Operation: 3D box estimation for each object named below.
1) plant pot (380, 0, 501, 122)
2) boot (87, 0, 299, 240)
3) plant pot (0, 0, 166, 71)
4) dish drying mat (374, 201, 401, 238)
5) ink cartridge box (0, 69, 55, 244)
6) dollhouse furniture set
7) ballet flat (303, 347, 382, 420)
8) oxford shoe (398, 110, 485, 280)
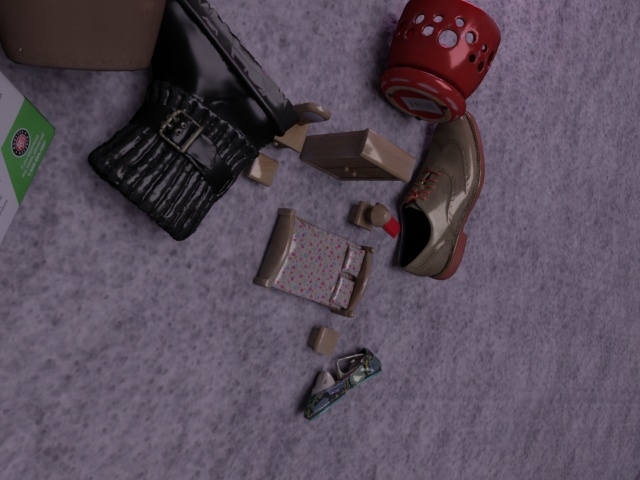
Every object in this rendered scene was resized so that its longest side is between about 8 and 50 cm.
[{"bbox_3d":[0.212,-0.327,1.069,0.191,0.191,0.174,30,81,-36],"label":"plant pot"},{"bbox_3d":[-0.225,-0.197,0.780,0.260,0.131,0.348,-43,100,-4],"label":"boot"},{"bbox_3d":[-0.256,-0.304,0.612,0.263,0.263,0.229,-11,115,-37],"label":"plant pot"},{"bbox_3d":[0.131,-0.040,1.147,0.083,0.008,0.032,42,69,-33],"label":"dish drying mat"},{"bbox_3d":[-0.410,-0.108,0.533,0.289,0.121,0.211,72,31,-64],"label":"ink cartridge box"},{"bbox_3d":[0.000,0.000,0.945,0.303,0.173,0.356,24,80,-37],"label":"dollhouse furniture set"},{"bbox_3d":[0.032,0.259,1.075,0.188,0.070,0.070,-26,110,-35],"label":"ballet flat"},{"bbox_3d":[0.233,-0.095,1.148,0.130,0.123,0.348,7,90,-38],"label":"oxford shoe"}]
